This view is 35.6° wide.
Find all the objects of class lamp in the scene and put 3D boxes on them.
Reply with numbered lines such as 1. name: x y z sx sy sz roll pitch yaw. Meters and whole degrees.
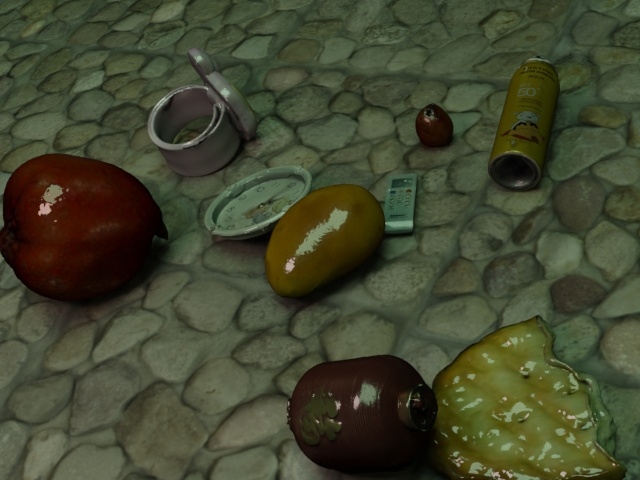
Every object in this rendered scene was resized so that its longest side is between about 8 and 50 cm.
1. lamp: 0.065 0.266 1.505 0.258 0.180 0.180 -11 38 40

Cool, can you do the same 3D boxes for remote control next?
1. remote control: 0.156 -0.072 1.946 0.061 0.029 0.162 -2 40 13

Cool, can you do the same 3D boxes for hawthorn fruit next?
1. hawthorn fruit: 0.232 -0.241 2.048 0.081 0.093 0.081 -8 45 8
2. hawthorn fruit: -0.467 -0.029 1.918 0.311 0.295 0.295 -22 43 0

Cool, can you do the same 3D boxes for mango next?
1. mango: -0.001 -0.005 1.848 0.255 0.139 0.175 -34 43 -9

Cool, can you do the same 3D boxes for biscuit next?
1. biscuit: 0.320 0.251 1.530 0.329 0.078 0.335 6 47 27

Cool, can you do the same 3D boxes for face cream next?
1. face cream: 0.415 -0.252 1.994 0.105 0.105 0.348 3 46 21

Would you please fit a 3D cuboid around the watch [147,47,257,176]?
1. watch: -0.277 -0.274 2.189 0.218 0.211 0.248 -36 54 -7

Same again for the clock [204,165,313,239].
1. clock: -0.119 -0.067 1.995 0.237 0.053 0.236 -18 29 10
